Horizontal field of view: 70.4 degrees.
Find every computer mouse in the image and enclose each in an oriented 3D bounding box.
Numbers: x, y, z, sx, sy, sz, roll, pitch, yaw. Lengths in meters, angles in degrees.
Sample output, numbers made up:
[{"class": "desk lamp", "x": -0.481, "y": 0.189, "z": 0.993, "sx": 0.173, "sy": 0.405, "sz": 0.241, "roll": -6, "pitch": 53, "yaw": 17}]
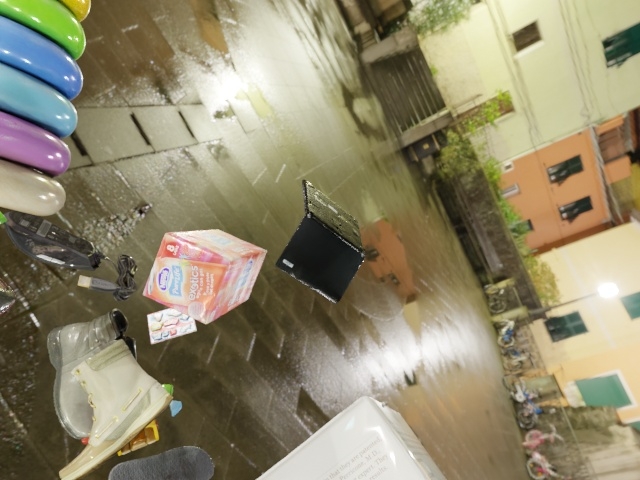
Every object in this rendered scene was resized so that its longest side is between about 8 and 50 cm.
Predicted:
[{"class": "computer mouse", "x": -0.476, "y": 0.044, "z": 0.862, "sx": 0.262, "sy": 0.060, "sz": 0.184, "roll": 31, "pitch": 8, "yaw": -34}]

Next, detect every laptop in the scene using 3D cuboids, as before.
[{"class": "laptop", "x": 0.000, "y": 0.000, "z": 1.284, "sx": 0.234, "sy": 0.136, "sz": 0.264, "roll": 35, "pitch": 28, "yaw": -30}]

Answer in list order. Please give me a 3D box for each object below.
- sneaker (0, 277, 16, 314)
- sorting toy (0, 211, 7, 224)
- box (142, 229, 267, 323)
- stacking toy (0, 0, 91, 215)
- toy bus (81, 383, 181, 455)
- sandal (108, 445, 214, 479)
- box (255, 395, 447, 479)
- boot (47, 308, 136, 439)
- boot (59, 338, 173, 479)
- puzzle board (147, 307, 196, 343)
[{"class": "sneaker", "x": -0.507, "y": 0.015, "z": 0.633, "sx": 0.162, "sy": 0.106, "sz": 0.282, "roll": 49, "pitch": 29, "yaw": -61}, {"class": "sorting toy", "x": -0.476, "y": -0.118, "z": 0.484, "sx": 0.126, "sy": 0.127, "sz": 0.366, "roll": -41, "pitch": 89, "yaw": -29}, {"class": "box", "x": -0.248, "y": 0.067, "z": 1.039, "sx": 0.154, "sy": 0.142, "sz": 0.300, "roll": 23, "pitch": 5, "yaw": 7}, {"class": "stacking toy", "x": -0.250, "y": -0.194, "z": 0.384, "sx": 0.141, "sy": 0.141, "sz": 0.331, "roll": 24, "pitch": 79, "yaw": -62}, {"class": "toy bus", "x": -0.447, "y": 0.385, "z": 1.061, "sx": 0.191, "sy": 0.202, "sz": 0.105, "roll": -67, "pitch": 171, "yaw": -50}, {"class": "sandal", "x": -0.400, "y": 0.582, "z": 1.155, "sx": 0.254, "sy": 0.054, "sz": 0.097, "roll": 7, "pitch": 62, "yaw": -24}, {"class": "box", "x": 0.032, "y": 0.271, "z": 0.467, "sx": 0.119, "sy": 0.181, "sz": 0.181, "roll": 52, "pitch": -1, "yaw": 31}, {"class": "boot", "x": -0.457, "y": 0.275, "z": 0.934, "sx": 0.083, "sy": 0.161, "sz": 0.247, "roll": 6, "pitch": 70, "yaw": -83}, {"class": "boot", "x": -0.400, "y": 0.302, "z": 0.814, "sx": 0.165, "sy": 0.213, "sz": 0.077, "roll": 47, "pitch": -23, "yaw": 5}, {"class": "puzzle board", "x": -0.430, "y": 0.236, "z": 1.309, "sx": 0.011, "sy": 0.128, "sz": 0.096, "roll": 93, "pitch": -22, "yaw": -54}]
